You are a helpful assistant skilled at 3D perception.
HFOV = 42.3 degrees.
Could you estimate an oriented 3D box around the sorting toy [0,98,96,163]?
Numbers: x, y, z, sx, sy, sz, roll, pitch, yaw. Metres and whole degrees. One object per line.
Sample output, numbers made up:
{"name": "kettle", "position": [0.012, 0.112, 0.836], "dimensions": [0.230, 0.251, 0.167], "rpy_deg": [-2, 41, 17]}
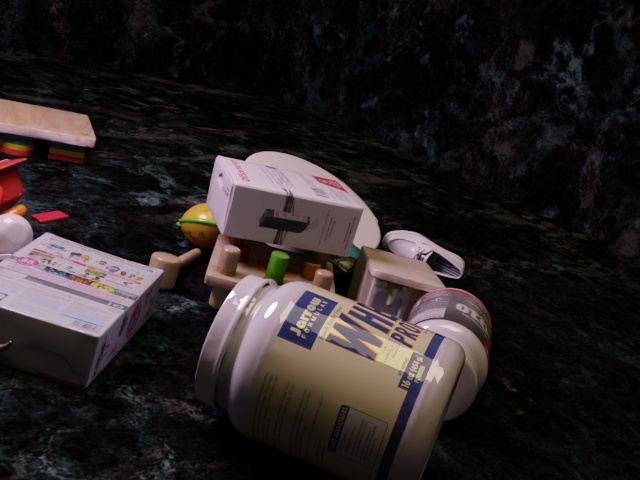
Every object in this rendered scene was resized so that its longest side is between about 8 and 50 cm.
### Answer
{"name": "sorting toy", "position": [-0.745, -0.284, 2.194], "dimensions": [0.256, 0.089, 0.257], "rpy_deg": [8, 19, -24]}

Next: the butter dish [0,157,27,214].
{"name": "butter dish", "position": [-0.651, -0.079, 1.620], "dimensions": [0.160, 0.118, 0.160], "rpy_deg": [-22, 12, 15]}

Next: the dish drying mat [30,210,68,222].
{"name": "dish drying mat", "position": [-0.578, -0.050, 1.761], "dimensions": [0.032, 0.008, 0.083], "rpy_deg": [24, 18, 20]}

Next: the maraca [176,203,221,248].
{"name": "maraca", "position": [-0.258, -0.031, 1.853], "dimensions": [0.127, 0.099, 0.186], "rpy_deg": [16, -9, -21]}

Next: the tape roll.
{"name": "tape roll", "position": [-0.031, -0.073, 2.022], "dimensions": [0.392, 0.072, 0.392], "rpy_deg": [25, 29, -15]}

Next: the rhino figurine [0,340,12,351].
{"name": "rhino figurine", "position": [-0.542, 0.110, 1.129], "dimensions": [0.243, 0.106, 0.073], "rpy_deg": [16, 18, -2]}

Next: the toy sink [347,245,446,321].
{"name": "toy sink", "position": [0.150, 0.112, 1.701], "dimensions": [0.153, 0.131, 0.234], "rpy_deg": [14, 10, -7]}

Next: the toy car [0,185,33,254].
{"name": "toy car", "position": [-0.591, -0.034, 1.419], "dimensions": [0.182, 0.136, 0.159], "rpy_deg": [0, -5, -42]}

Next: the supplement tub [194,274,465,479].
{"name": "supplement tub", "position": [0.014, 0.196, 1.154], "dimensions": [0.325, 0.235, 0.235], "rpy_deg": [21, 18, 13]}

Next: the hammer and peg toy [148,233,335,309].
{"name": "hammer and peg toy", "position": [-0.147, 0.046, 1.651], "dimensions": [0.362, 0.127, 0.266], "rpy_deg": [15, 17, -5]}

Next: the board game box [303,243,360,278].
{"name": "board game box", "position": [0.000, 0.000, 1.840], "dimensions": [0.186, 0.026, 0.126], "rpy_deg": [37, 29, 5]}

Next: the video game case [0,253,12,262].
{"name": "video game case", "position": [-0.548, 0.037, 1.388], "dimensions": [0.087, 0.011, 0.122], "rpy_deg": [-6, -6, -6]}

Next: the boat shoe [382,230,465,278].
{"name": "boat shoe", "position": [0.269, 0.035, 2.135], "dimensions": [0.226, 0.083, 0.076], "rpy_deg": [17, 16, 1]}

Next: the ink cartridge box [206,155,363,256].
{"name": "ink cartridge box", "position": [-0.079, -0.071, 1.675], "dimensions": [0.273, 0.114, 0.197], "rpy_deg": [11, 17, -21]}

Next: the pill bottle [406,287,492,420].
{"name": "pill bottle", "position": [0.217, 0.197, 1.458], "dimensions": [0.161, 0.161, 0.283], "rpy_deg": [19, 18, 8]}

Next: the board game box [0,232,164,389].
{"name": "board game box", "position": [-0.405, 0.100, 1.306], "dimensions": [0.224, 0.097, 0.303], "rpy_deg": [18, 19, 2]}
